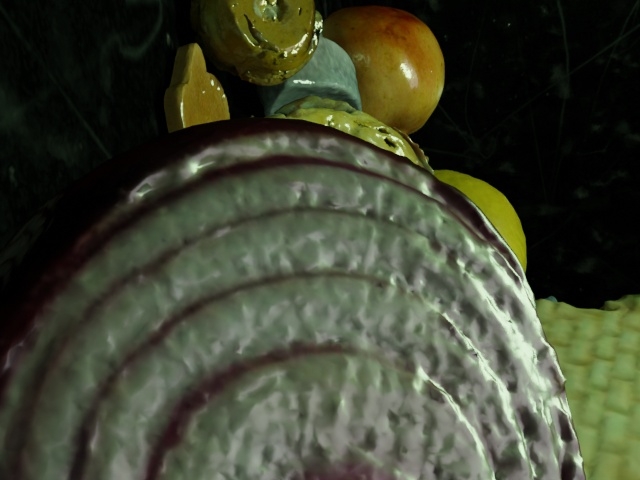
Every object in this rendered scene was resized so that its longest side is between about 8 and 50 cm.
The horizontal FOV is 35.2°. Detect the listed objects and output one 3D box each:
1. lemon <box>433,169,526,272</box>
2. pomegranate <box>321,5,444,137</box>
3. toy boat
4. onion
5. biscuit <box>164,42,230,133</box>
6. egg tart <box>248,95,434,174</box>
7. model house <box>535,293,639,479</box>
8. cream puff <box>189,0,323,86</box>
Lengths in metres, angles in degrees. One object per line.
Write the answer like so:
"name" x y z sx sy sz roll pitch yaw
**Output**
"lemon" 0.210 0.029 1.723 0.297 0.297 0.297 -7 90 -78
"pomegranate" 0.070 -0.222 1.376 0.209 0.209 0.209 -7 90 -78
"toy boat" -0.041 -0.251 1.155 0.276 0.111 0.293 -30 100 -76
"onion" -0.062 0.122 0.440 0.282 0.260 0.336 24 61 -27
"biscuit" -0.110 -0.114 0.892 0.140 0.023 0.118 -35 118 -76
"egg tart" 0.000 0.000 1.000 0.132 0.297 0.297 -16 -109 56
"model house" 0.185 0.278 1.192 0.395 0.400 0.445 -61 161 -53
"cream puff" -0.065 -0.209 0.953 0.133 0.119 0.104 63 -30 11
